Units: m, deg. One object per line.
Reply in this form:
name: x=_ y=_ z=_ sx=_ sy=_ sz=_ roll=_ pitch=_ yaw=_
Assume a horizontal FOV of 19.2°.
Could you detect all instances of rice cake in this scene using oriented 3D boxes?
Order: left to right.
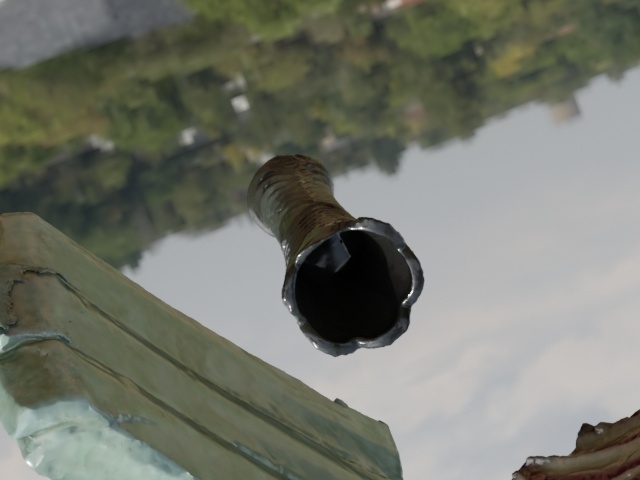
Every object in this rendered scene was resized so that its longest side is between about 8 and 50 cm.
rice cake: x=-0.037 y=0.067 z=0.657 sx=0.038 sy=0.211 sz=0.124 roll=-45 pitch=-145 yaw=13

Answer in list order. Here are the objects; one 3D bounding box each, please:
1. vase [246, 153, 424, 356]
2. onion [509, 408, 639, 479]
vase: x=0.000 y=0.000 z=1.549 sx=0.115 sy=0.115 sz=0.237 roll=-21 pitch=-158 yaw=-6
onion: x=0.303 y=0.215 z=1.284 sx=0.314 sy=0.280 sz=0.146 roll=-39 pitch=-174 yaw=14
